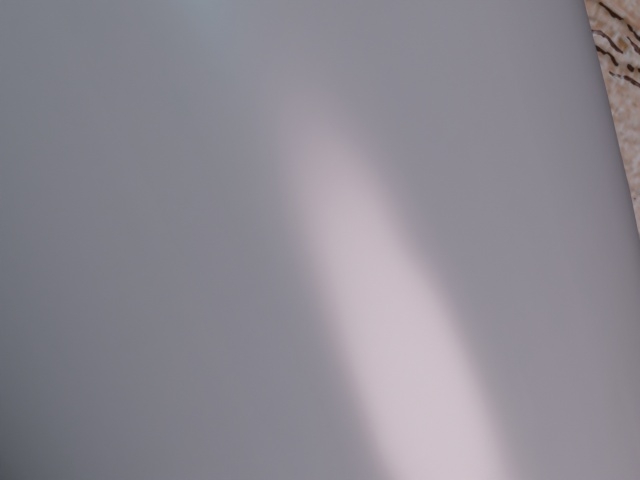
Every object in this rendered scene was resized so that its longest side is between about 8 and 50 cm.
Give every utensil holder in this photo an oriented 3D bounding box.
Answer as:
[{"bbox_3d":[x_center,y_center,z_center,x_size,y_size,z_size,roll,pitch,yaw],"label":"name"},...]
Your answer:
[{"bbox_3d":[-0.043,-0.049,0.551,0.327,0.327,0.385,-32,121,-17],"label":"utensil holder"}]
